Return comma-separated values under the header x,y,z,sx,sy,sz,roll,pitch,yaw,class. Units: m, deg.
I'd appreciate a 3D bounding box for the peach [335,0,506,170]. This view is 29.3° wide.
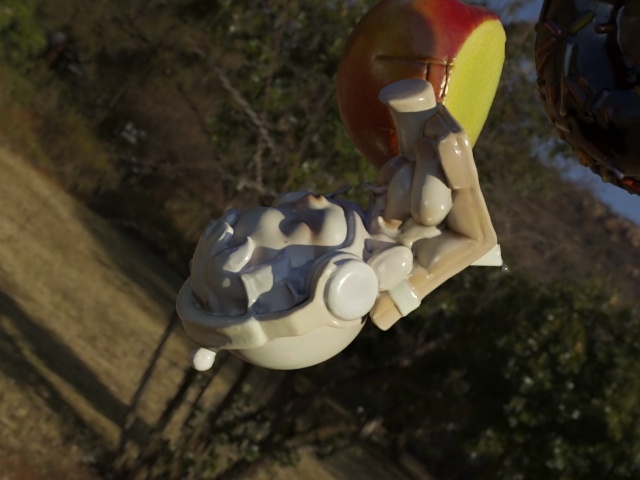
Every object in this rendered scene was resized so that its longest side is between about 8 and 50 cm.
x,y,z,sx,sy,sz,roll,pitch,yaw,class
0.136,-0.210,1.738,0.248,0.275,0.245,15,-7,-40,peach

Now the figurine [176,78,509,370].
x,y,z,sx,sy,sz,roll,pitch,yaw,class
0.001,0.003,0.820,0.141,0.236,0.162,60,7,-22,figurine

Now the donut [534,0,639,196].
x,y,z,sx,sy,sz,roll,pitch,yaw,class
0.240,-0.137,0.816,0.089,0.235,0.235,13,11,-46,donut
